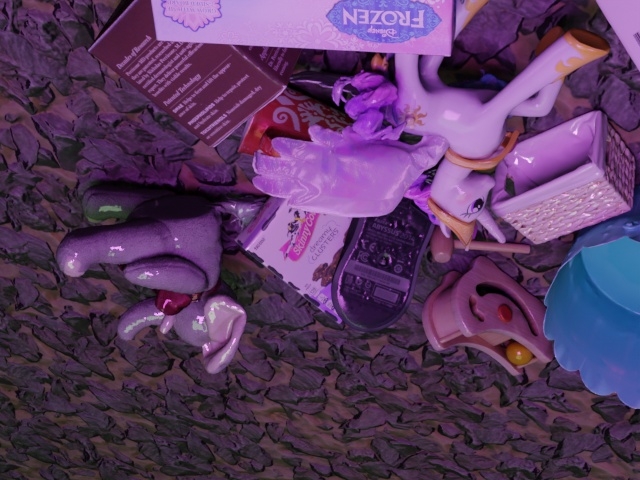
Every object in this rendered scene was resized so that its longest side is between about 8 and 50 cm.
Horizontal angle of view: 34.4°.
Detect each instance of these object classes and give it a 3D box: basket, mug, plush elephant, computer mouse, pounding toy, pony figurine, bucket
[{"bbox_3d":[0.326,-0.079,1.376,0.167,0.113,0.103,-25,126,41],"label":"basket"},{"bbox_3d":[-0.021,-0.131,1.430,0.169,0.150,0.113,21,143,-9],"label":"mug"},{"bbox_3d":[-0.231,0.061,1.628,0.330,0.272,0.255,-4,113,-9],"label":"plush elephant"},{"bbox_3d":[0.105,0.003,1.503,0.189,0.072,0.272,24,95,-7],"label":"computer mouse"},{"bbox_3d":[0.262,0.100,1.567,0.270,0.154,0.155,37,137,-21],"label":"pounding toy"},{"bbox_3d":[0.121,-0.156,1.251,0.351,0.302,0.363,19,132,-5],"label":"pony figurine"},{"bbox_3d":[0.451,0.068,1.397,0.281,0.183,0.281,15,130,19],"label":"bucket"}]

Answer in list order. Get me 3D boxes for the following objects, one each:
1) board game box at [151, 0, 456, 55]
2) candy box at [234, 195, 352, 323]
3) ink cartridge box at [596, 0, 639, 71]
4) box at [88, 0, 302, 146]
[{"bbox_3d":[-0.022,-0.340,1.002,0.319,0.066,0.317,4,129,10],"label":"board game box"},{"bbox_3d":[0.000,0.000,1.550,0.196,0.164,0.070,39,179,-23],"label":"candy box"},{"bbox_3d":[0.375,-0.290,1.001,0.211,0.122,0.289,-31,90,53],"label":"ink cartridge box"},{"bbox_3d":[-0.143,-0.264,1.305,0.203,0.168,0.167,38,137,-20],"label":"box"}]
